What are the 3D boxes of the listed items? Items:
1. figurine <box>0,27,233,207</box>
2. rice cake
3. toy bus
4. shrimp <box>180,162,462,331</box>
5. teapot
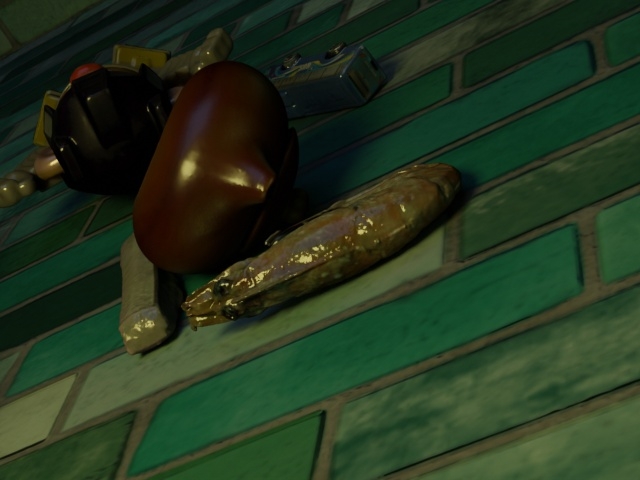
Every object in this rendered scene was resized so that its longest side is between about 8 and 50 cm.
[{"bbox_3d":[-0.220,-0.127,1.367,0.308,0.143,0.308,-44,21,22],"label":"figurine"},{"bbox_3d":[-0.145,0.038,1.059,0.047,0.036,0.206,-43,21,7],"label":"rice cake"},{"bbox_3d":[-0.004,-0.155,1.258,0.153,0.051,0.061,-5,40,49],"label":"toy bus"},{"bbox_3d":[0.000,0.000,0.927,0.223,0.047,0.126,-27,15,0],"label":"shrimp"},{"bbox_3d":[-0.075,-0.049,1.053,0.178,0.135,0.252,-63,6,-2],"label":"teapot"}]
